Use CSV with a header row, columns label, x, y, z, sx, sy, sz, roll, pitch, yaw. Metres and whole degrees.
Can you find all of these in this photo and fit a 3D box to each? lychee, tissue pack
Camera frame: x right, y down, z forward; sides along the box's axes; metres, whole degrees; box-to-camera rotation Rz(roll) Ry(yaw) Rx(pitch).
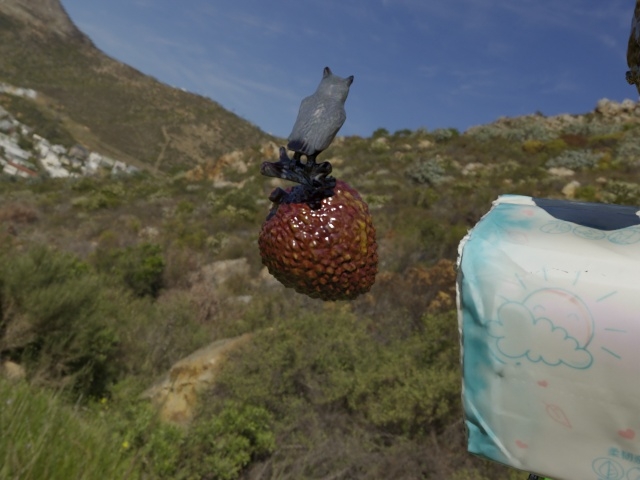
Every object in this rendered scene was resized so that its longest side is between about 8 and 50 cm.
label,x,y,z,sx,sy,sz,roll,pitch,yaw
lychee,0.000,0.000,1.191,0.271,0.236,0.236,54,-11,-22
tissue pack,0.235,0.083,0.419,0.271,0.201,0.124,8,31,32

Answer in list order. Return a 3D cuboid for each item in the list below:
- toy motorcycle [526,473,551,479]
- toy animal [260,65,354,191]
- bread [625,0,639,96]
label,x,y,z,sx,sy,sz,roll,pitch,yaw
toy motorcycle,0.499,0.480,1.338,0.074,0.106,0.190,22,-27,31
toy animal,-0.018,-0.196,1.046,0.121,0.210,0.117,18,5,19
bread,0.209,-0.123,0.340,0.060,0.113,0.082,24,-23,53
